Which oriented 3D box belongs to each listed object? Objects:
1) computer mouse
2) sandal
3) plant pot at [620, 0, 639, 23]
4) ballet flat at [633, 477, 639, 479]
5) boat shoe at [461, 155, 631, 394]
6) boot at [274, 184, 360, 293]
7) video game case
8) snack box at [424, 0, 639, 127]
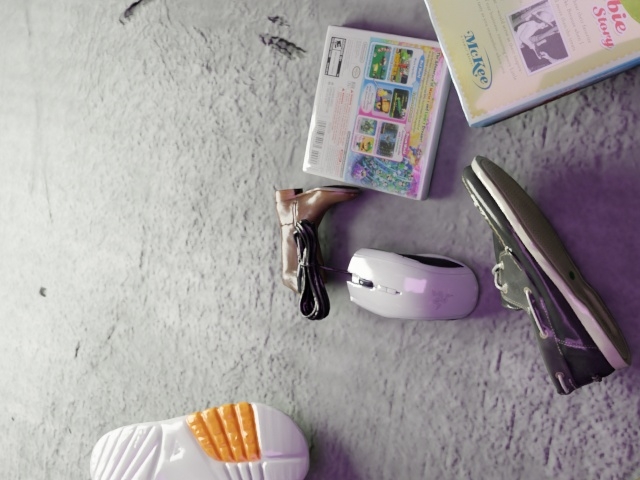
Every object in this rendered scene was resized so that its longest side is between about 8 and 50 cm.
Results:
[{"bbox_3d":[0.060,0.040,0.969,0.193,0.042,0.106,7,105,21],"label":"computer mouse"},{"bbox_3d":[-0.130,0.241,1.095,0.265,0.076,0.102,-6,69,19],"label":"sandal"},{"bbox_3d":[0.339,-0.236,0.643,0.254,0.276,0.276,9,99,47],"label":"plant pot"},{"bbox_3d":[0.377,0.326,0.778,0.342,0.124,0.116,42,113,20],"label":"ballet flat"},{"bbox_3d":[0.189,0.029,0.887,0.079,0.084,0.233,-35,80,27],"label":"boat shoe"},{"bbox_3d":[0.000,0.000,1.024,0.106,0.037,0.114,-3,93,35],"label":"boot"},{"bbox_3d":[0.058,-0.132,0.989,0.143,0.019,0.157,16,101,28],"label":"video game case"},{"bbox_3d":[0.167,-0.280,0.838,0.187,0.060,0.321,-20,88,30],"label":"snack box"}]
